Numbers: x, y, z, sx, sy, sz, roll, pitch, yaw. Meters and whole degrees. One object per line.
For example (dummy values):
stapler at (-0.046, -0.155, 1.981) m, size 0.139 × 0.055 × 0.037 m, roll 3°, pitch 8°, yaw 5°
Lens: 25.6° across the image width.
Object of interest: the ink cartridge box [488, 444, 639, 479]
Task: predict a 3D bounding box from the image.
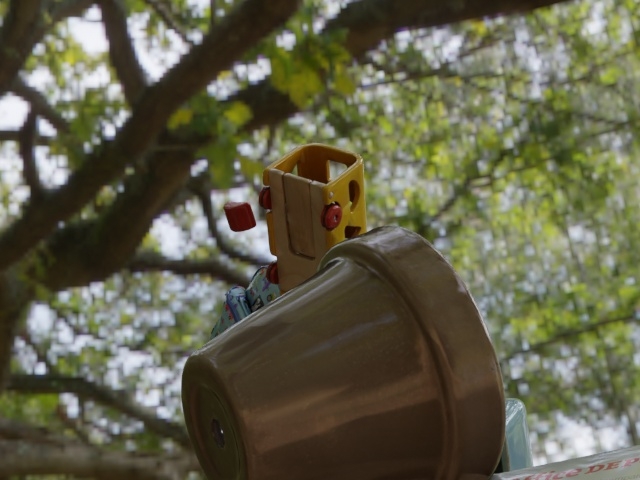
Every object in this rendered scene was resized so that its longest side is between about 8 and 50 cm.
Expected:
ink cartridge box at (0.194, 0.296, 1.108) m, size 0.223 × 0.129 × 0.307 m, roll -19°, pitch 13°, yaw 36°

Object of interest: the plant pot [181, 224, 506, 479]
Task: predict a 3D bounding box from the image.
plant pot at (0.005, 0.139, 1.285) m, size 0.229 × 0.263 × 0.263 m, roll -16°, pitch -24°, yaw -26°

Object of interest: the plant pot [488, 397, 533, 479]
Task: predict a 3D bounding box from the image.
plant pot at (0.184, 0.333, 1.931) m, size 0.247 × 0.247 × 0.252 m, roll -5°, pitch 9°, yaw 24°

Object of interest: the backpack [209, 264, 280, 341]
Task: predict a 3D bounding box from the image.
backpack at (-0.060, 0.109, 1.870) m, size 0.116 × 0.158 × 0.173 m, roll 5°, pitch -49°, yaw -28°

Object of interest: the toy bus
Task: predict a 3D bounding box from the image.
toy bus at (0.004, -0.009, 1.584) m, size 0.104 × 0.191 × 0.202 m, roll -38°, pitch 0°, yaw -42°
